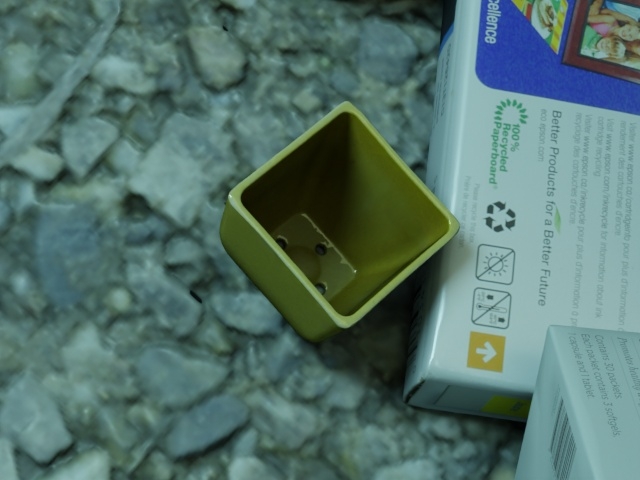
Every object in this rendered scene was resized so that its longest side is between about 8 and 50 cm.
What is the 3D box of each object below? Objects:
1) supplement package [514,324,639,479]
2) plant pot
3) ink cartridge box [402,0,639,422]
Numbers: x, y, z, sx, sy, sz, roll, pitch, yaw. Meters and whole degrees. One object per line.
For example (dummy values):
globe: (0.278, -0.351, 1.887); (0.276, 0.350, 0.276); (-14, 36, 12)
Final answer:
supplement package: (0.216, 0.136, 0.687); (0.244, 0.133, 0.139); (5, 29, -5)
plant pot: (0.000, 0.000, 0.745); (0.081, 0.083, 0.081); (-40, 87, -26)
ink cartridge box: (0.210, -0.043, 0.815); (0.307, 0.072, 0.303); (10, 69, -8)
